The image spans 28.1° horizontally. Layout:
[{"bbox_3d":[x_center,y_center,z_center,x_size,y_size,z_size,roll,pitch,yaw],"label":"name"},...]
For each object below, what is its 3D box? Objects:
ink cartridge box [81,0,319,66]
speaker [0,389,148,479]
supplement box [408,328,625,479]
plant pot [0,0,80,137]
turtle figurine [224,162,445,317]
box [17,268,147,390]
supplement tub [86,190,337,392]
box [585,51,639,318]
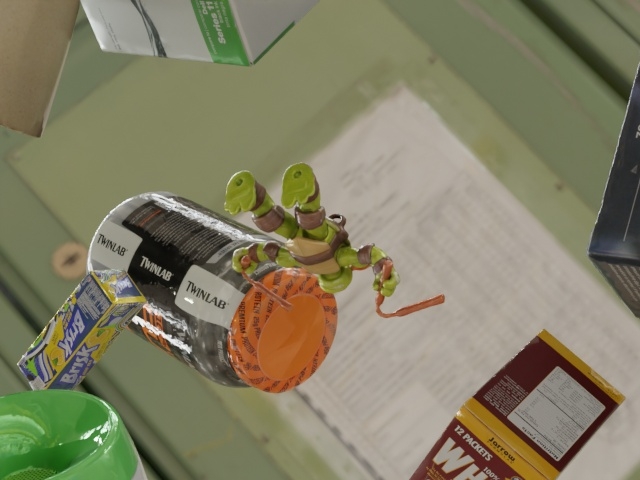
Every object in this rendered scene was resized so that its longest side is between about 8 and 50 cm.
[{"bbox_3d":[-0.121,-0.258,1.302,0.153,0.208,0.087,-51,-43,-35],"label":"ink cartridge box"},{"bbox_3d":[-0.141,0.238,0.707,0.131,0.131,0.296,-30,-58,-45],"label":"speaker"},{"bbox_3d":[0.226,0.246,1.519,0.194,0.129,0.191,-33,-22,-45],"label":"supplement box"},{"bbox_3d":[-0.320,-0.273,1.193,0.274,0.256,0.256,-63,-14,2],"label":"plant pot"},{"bbox_3d":[0.000,0.000,1.434,0.217,0.269,0.087,55,-129,-47],"label":"turtle figurine"},{"bbox_3d":[-0.276,0.107,1.475,0.169,0.054,0.059,-48,-24,26],"label":"box"},{"bbox_3d":[-0.148,0.070,1.734,0.207,0.338,0.207,-19,-61,-38],"label":"supplement tub"},{"bbox_3d":[0.539,-0.053,1.413,0.212,0.395,0.293,41,-118,-52],"label":"box"}]
